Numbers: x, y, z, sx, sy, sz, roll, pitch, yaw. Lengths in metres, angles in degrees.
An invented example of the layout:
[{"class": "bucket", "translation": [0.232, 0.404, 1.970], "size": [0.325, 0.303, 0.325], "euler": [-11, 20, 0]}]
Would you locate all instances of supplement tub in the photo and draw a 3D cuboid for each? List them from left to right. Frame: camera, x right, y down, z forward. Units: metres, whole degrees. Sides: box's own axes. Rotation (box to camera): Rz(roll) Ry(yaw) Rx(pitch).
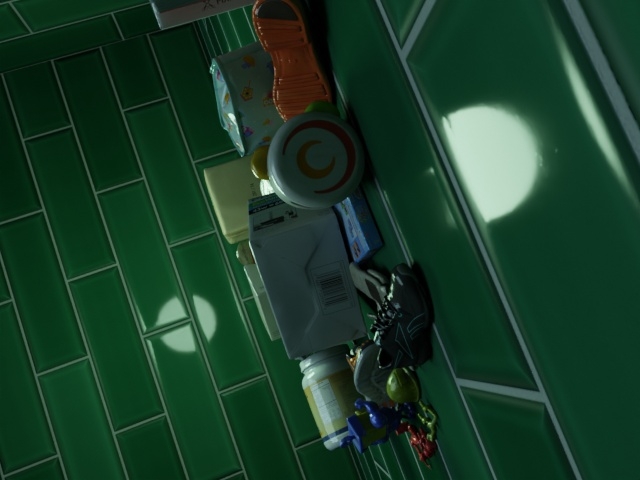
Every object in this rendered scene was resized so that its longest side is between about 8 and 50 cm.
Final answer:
[{"class": "supplement tub", "translation": [0.070, 0.549, 1.975], "size": [0.228, 0.228, 0.316], "euler": [93, 156, -66]}]

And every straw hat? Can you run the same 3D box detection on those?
[{"class": "straw hat", "translation": [-0.205, 0.034, 1.578], "size": [0.144, 0.061, 0.144], "euler": [165, 90, -87]}]

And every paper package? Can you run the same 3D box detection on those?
[{"class": "paper package", "translation": [-0.313, -0.185, 2.426], "size": [0.168, 0.309, 0.324], "euler": [101, 149, -72]}]

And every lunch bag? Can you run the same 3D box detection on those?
[{"class": "lunch bag", "translation": [-0.132, -0.359, 1.312], "size": [0.160, 0.223, 0.262], "euler": [57, 164, 31]}]

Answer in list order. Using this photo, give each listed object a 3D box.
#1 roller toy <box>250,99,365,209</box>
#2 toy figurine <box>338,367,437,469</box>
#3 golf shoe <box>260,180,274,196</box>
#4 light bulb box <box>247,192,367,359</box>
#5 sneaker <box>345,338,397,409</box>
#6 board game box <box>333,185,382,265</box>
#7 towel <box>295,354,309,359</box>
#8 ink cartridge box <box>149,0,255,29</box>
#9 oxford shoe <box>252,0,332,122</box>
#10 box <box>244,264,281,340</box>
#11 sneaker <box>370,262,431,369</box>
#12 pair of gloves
[{"class": "roller toy", "translation": [-0.016, -0.156, 1.143], "size": [0.191, 0.209, 0.146], "euler": [51, 173, -6]}, {"class": "toy figurine", "translation": [0.152, 0.483, 1.413], "size": [0.362, 0.217, 0.191], "euler": [82, 165, -51]}, {"class": "golf shoe", "translation": [-0.179, -0.234, 2.182], "size": [0.140, 0.115, 0.306], "euler": [-139, 30, -65]}, {"class": "light bulb box", "translation": [-0.046, 0.063, 1.544], "size": [0.361, 0.225, 0.358], "euler": [-110, 4, -68]}, {"class": "sneaker", "translation": [0.126, 0.344, 1.565], "size": [0.180, 0.125, 0.321], "euler": [-120, 14, -44]}, {"class": "board game box", "translation": [0.082, -0.035, 1.307], "size": [0.211, 0.039, 0.160], "euler": [116, 134, -77]}, {"class": "towel", "translation": [-0.004, 0.319, 1.924], "size": [0.283, 0.235, 0.121], "euler": [108, 138, -76]}, {"class": "ink cartridge box", "translation": [-0.220, -0.536, 1.229], "size": [0.261, 0.296, 0.066], "euler": [-122, 15, -52]}, {"class": "oxford shoe", "translation": [-0.039, -0.379, 1.178], "size": [0.363, 0.130, 0.132], "euler": [77, -162, -51]}, {"class": "box", "translation": [-0.169, 0.208, 1.998], "size": [0.311, 0.121, 0.148], "euler": [82, 162, -52]}, {"class": "sneaker", "translation": [0.156, 0.163, 1.097], "size": [0.101, 0.106, 0.267], "euler": [-120, 15, -53]}, {"class": "pair of gloves", "translation": [0.152, 0.168, 1.310], "size": [0.240, 0.042, 0.204], "euler": [68, 166, -17]}]
